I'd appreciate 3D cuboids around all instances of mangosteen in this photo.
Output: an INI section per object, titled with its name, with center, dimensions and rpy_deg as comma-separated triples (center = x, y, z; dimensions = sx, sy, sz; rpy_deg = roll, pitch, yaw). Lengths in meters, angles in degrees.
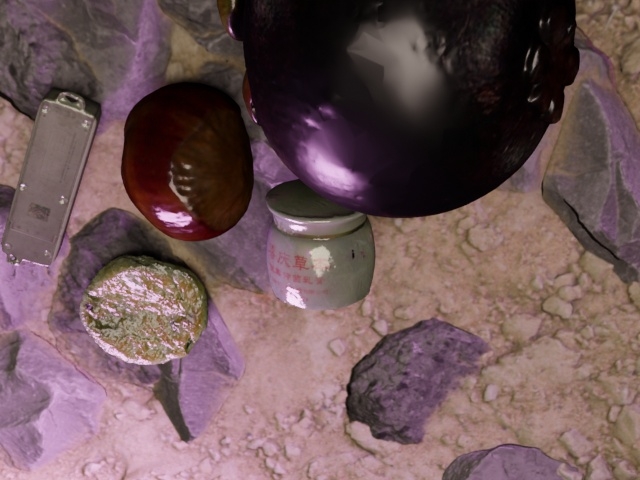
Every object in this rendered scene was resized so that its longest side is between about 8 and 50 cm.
[mangosteen]
center = 0.057, -0.225, 1.077
dimensions = 0.435, 0.382, 0.382
rpy_deg = 19, 124, 32

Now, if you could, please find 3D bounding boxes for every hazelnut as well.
[hazelnut]
center = -0.167, -0.103, 1.288
dimensions = 0.170, 0.160, 0.202
rpy_deg = 4, 81, -16

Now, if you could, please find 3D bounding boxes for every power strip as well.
[power strip]
center = -0.361, -0.083, 1.344
dimensions = 0.078, 0.052, 0.272
rpy_deg = 19, 116, -10

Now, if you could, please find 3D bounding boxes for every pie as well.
[pie]
center = -0.251, 0.100, 1.448
dimensions = 0.186, 0.041, 0.187
rpy_deg = 0, 118, 0

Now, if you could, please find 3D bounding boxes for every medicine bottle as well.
[medicine bottle]
center = 0.000, 0.000, 1.334
dimensions = 0.147, 0.147, 0.143
rpy_deg = -1, 117, 0
